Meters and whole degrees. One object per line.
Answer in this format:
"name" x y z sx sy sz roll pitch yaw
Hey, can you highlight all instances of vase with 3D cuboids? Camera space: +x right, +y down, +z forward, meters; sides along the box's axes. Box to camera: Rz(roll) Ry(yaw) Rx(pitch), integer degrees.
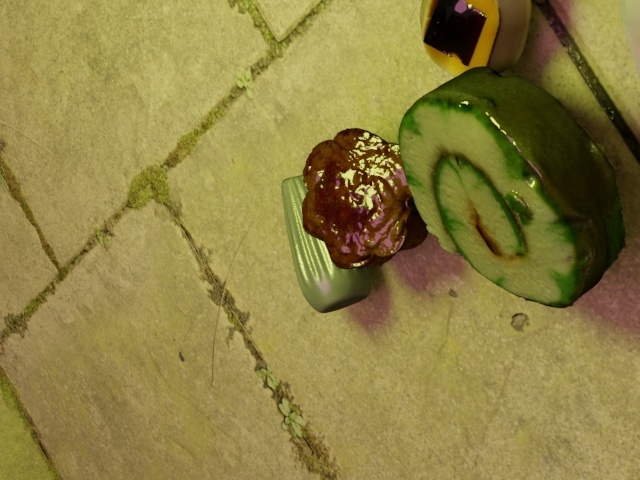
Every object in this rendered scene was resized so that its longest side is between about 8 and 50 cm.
"vase" 0.000 0.000 2.130 0.128 0.128 0.248 -32 74 47

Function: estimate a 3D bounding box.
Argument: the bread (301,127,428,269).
"bread" 0.071 -0.064 1.988 0.247 0.135 0.232 19 97 38

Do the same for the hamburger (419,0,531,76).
"hamburger" 0.226 -0.336 1.750 0.173 0.116 0.210 31 142 20

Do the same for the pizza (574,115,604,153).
"pizza" 0.356 -0.111 1.770 0.188 0.081 0.204 42 149 41

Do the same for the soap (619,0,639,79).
"soap" 0.485 -0.367 1.494 0.208 0.115 0.346 14 117 41

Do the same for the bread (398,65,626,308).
"bread" 0.265 -0.066 1.736 0.366 0.129 0.382 57 159 3
